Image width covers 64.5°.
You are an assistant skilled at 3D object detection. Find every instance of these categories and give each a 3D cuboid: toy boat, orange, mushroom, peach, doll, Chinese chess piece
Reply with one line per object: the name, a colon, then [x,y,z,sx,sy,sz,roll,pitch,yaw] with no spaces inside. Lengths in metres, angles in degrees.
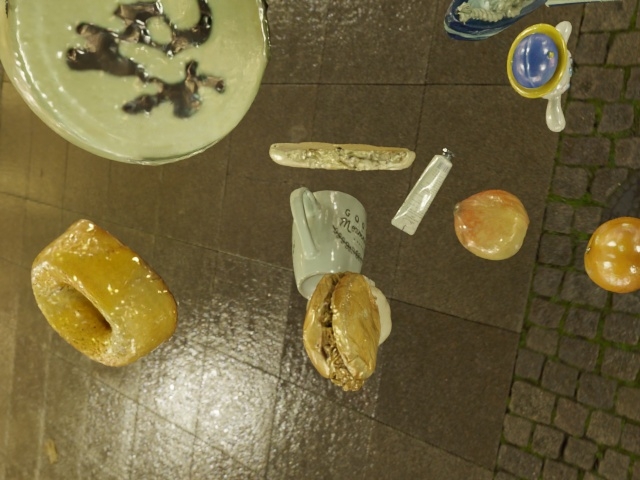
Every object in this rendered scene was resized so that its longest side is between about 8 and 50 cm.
toy boat: [0.289,-0.358,0.642,0.067,0.220,0.291,63,158,0]
orange: [0.606,0.029,1.027,0.124,0.156,0.156,11,97,26]
mushroom: [0.090,0.198,1.487,0.254,0.234,0.260,18,134,3]
peach: [0.511,-0.055,1.547,0.232,0.232,0.232,0,91,34]
doll: [0.630,-0.462,1.453,0.159,0.242,0.311,-2,103,32]
Chinese chess piece: [-0.239,-0.276,0.686,0.146,0.349,0.349,37,112,52]

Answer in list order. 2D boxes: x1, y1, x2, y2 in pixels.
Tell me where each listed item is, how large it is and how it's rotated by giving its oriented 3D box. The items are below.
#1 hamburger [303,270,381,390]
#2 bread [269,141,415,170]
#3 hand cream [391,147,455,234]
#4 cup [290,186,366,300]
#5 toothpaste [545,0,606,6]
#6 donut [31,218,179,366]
hamburger: [0.034,0.122,0.705,0.083,0.147,0.138,-9,129,26]
bread: [0.035,-0.151,0.902,0.251,0.182,0.039,1,103,-5]
hand cream: [0.271,-0.127,1.311,0.234,0.080,0.050,-60,25,11]
cup: [0.000,0.000,1.209,0.186,0.258,0.234,-17,43,24]
toothpaste: [0.613,-0.560,1.138,0.268,0.069,0.047,18,127,44]
donut: [-0.391,0.104,0.900,0.277,0.108,0.277,14,124,22]
